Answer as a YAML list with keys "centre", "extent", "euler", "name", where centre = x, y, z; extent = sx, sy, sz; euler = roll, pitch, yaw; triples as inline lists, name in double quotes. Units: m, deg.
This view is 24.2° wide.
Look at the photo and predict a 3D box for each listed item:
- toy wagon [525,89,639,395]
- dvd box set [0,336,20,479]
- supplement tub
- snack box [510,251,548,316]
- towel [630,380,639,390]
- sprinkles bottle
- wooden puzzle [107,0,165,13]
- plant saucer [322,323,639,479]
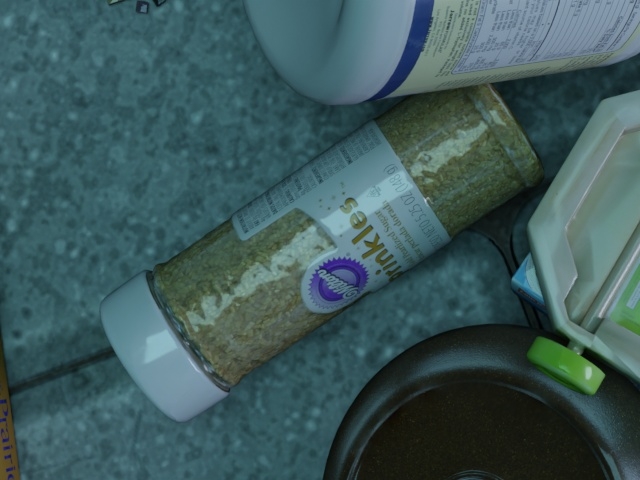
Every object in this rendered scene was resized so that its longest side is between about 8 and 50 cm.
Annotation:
- centre: [0.322, 0.036, 1.068]
  extent: [0.344, 0.068, 0.267]
  euler: [31, 85, 7]
  name: "toy wagon"
- centre: [-0.425, 0.083, 1.262]
  extent: [0.307, 0.062, 0.420]
  euler: [-10, 86, 7]
  name: "dvd box set"
- centre: [0.122, -0.231, 1.066]
  extent: [0.325, 0.235, 0.235]
  euler: [-11, 85, -25]
  name: "supplement tub"
- centre: [0.312, -0.043, 1.146]
  extent: [0.187, 0.060, 0.322]
  euler: [34, 85, 10]
  name: "snack box"
- centre: [0.316, 0.120, 1.174]
  extent: [0.285, 0.034, 0.209]
  euler: [-43, 80, 2]
  name: "towel"
- centre: [0.000, 0.000, 1.179]
  extent: [0.355, 0.121, 0.121]
  euler: [-34, 83, 4]
  name: "sprinkles bottle"
- centre: [-0.165, -0.231, 1.271]
  extent: [0.049, 0.006, 0.083]
  euler: [-18, 85, 6]
  name: "wooden puzzle"
- centre: [0.126, 0.218, 1.134]
  extent: [0.310, 0.050, 0.311]
  euler: [-3, 84, 28]
  name: "plant saucer"
